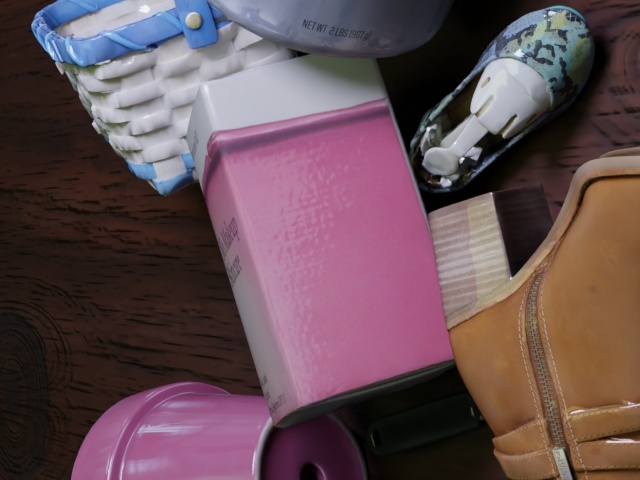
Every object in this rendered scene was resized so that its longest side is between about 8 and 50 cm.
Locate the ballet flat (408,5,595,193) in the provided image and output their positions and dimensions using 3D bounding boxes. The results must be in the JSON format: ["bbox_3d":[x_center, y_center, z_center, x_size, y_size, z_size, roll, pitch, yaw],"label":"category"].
[{"bbox_3d":[0.113,-0.082,1.066,0.188,0.070,0.070,-49,53,56],"label":"ballet flat"}]

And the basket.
[{"bbox_3d":[-0.131,-0.200,1.291,0.289,0.201,0.255,68,170,-24],"label":"basket"}]

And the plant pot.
[{"bbox_3d":[-0.068,0.203,1.300,0.180,0.201,0.201,-18,78,42],"label":"plant pot"}]

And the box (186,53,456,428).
[{"bbox_3d":[0.000,0.000,1.147,0.148,0.127,0.232,124,129,-75],"label":"box"}]

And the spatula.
[{"bbox_3d":[0.116,0.112,1.122,0.296,0.030,0.084,-31,71,56],"label":"spatula"}]

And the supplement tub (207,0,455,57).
[{"bbox_3d":[0.041,-0.300,1.028,0.207,0.207,0.338,58,140,37],"label":"supplement tub"}]

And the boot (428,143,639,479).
[{"bbox_3d":[0.186,0.059,0.937,0.283,0.109,0.220,-19,86,43],"label":"boot"}]
